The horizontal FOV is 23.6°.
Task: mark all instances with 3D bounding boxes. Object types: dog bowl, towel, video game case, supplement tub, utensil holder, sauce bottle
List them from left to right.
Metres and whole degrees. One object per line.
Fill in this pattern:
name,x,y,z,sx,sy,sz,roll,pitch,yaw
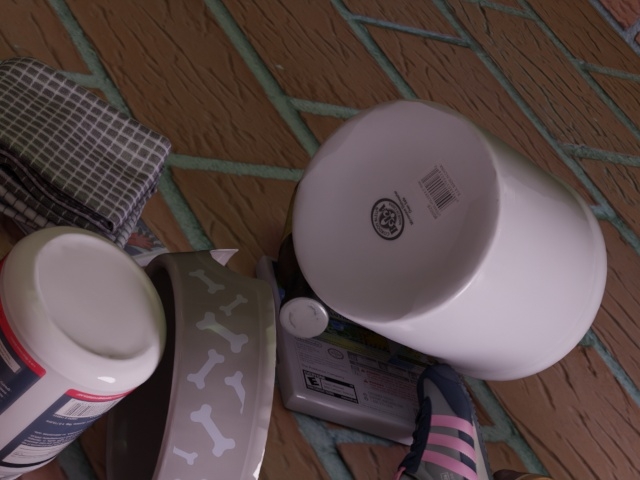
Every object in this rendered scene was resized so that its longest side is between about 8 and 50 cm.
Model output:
supplement tub,-0.307,0.128,1.601,0.191,0.272,0.191,29,40,-28
towel,-0.354,-0.114,2.060,0.283,0.121,0.235,32,30,-6
video game case,-0.329,-0.025,2.103,0.183,0.023,0.201,47,30,20
dog bowl,-0.153,0.171,1.686,0.102,0.349,0.349,10,36,-19
sauce bottle,-0.008,0.018,2.222,0.111,0.111,0.344,30,30,-10
video game case,0.070,0.172,2.224,0.329,0.036,0.300,20,32,-26
utensil holder,0.179,0.005,2.108,0.328,0.327,0.385,53,15,29

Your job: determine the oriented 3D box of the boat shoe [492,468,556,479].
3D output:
boat shoe,0.343,0.427,2.026,0.342,0.123,0.123,45,-9,-17

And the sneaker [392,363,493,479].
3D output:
sneaker,0.147,0.291,2.030,0.131,0.112,0.319,-2,43,-11
